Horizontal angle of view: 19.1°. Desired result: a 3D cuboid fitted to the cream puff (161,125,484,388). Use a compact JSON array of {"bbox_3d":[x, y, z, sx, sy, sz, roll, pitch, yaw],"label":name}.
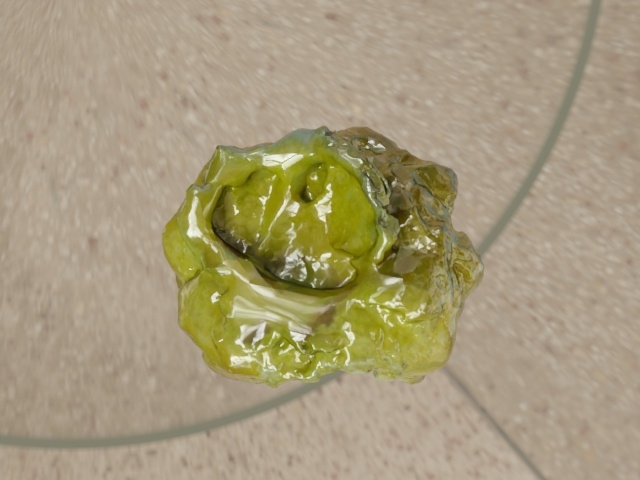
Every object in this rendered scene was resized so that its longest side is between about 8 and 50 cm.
[{"bbox_3d":[0.001,0.001,1.559,0.281,0.282,0.185,-3,131,-7],"label":"cream puff"}]
